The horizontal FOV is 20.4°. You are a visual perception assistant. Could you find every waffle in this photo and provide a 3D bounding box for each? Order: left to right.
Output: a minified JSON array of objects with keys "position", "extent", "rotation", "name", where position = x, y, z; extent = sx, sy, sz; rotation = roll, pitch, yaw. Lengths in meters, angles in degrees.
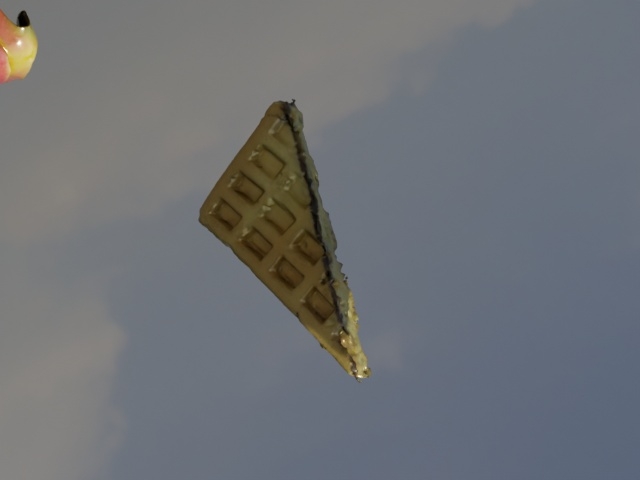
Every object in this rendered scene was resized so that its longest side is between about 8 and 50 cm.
[{"position":[0.000,0.000,1.057],"extent":[0.097,0.152,0.023],"rotation":[-50,162,20],"name":"waffle"}]

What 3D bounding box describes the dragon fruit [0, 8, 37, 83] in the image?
[{"position":[-0.139,-0.047,0.507],"extent":[0.116,0.081,0.086],"rotation":[-37,156,-52],"name":"dragon fruit"}]
